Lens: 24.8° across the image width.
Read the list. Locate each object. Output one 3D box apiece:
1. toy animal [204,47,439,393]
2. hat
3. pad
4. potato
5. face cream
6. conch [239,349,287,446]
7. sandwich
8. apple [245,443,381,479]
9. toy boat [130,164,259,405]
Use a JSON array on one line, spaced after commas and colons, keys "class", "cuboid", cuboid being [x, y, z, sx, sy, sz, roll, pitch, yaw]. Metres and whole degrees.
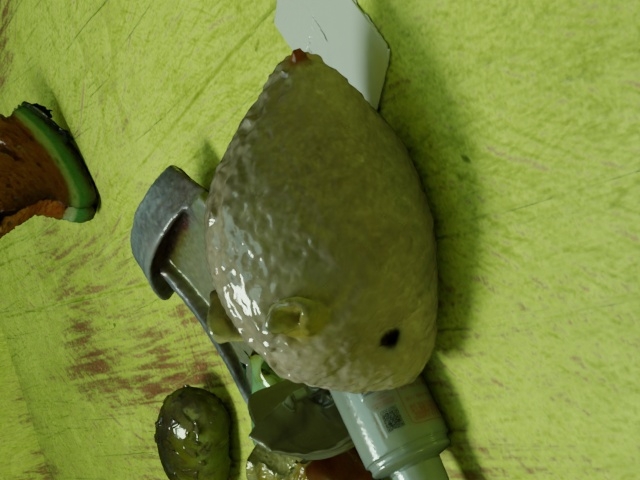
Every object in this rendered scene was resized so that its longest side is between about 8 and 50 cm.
[{"class": "toy animal", "cuboid": [-0.002, -0.007, 1.429, 0.188, 0.226, 0.359, -2, 105, 64]}, {"class": "hat", "cuboid": [0.004, 0.192, 1.734, 0.144, 0.166, 0.173, 46, -178, 10]}, {"class": "pad", "cuboid": [0.007, -0.219, 1.543, 0.232, 0.004, 0.156, 57, 153, 32]}, {"class": "potato", "cuboid": [-0.200, 0.325, 2.269, 0.149, 0.113, 0.251, 54, 150, 30]}, {"class": "face cream", "cuboid": [0.084, 0.205, 1.553, 0.252, 0.101, 0.101, 65, 156, 16]}, {"class": "conch", "cuboid": [-0.054, 0.220, 1.905, 0.105, 0.079, 0.170, 2, 114, 48]}, {"class": "sandwich", "cuboid": [-0.553, -0.082, 2.539, 0.250, 0.301, 0.162, 49, 136, 14]}, {"class": "apple", "cuboid": [0.001, 0.304, 1.766, 0.158, 0.147, 0.156, 33, 105, 43]}, {"class": "toy boat", "cuboid": [-0.153, 0.035, 1.992, 0.293, 0.111, 0.276, 39, 142, 32]}]
